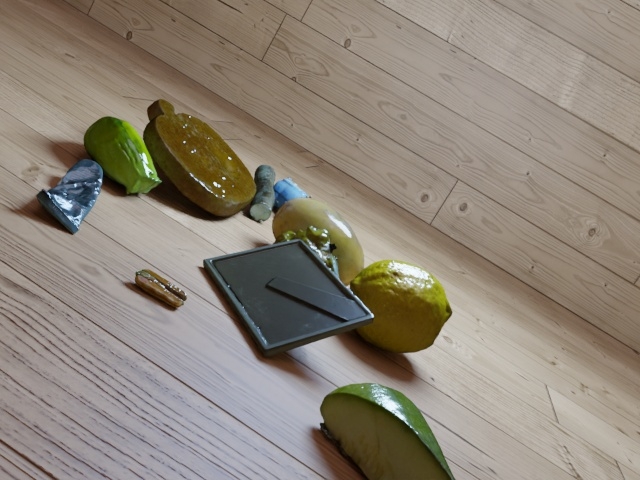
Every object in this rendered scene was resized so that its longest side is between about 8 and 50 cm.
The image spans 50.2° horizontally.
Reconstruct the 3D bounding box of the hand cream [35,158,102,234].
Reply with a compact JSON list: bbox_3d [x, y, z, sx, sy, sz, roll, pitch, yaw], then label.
[{"bbox_3d":[-0.400,-0.085,1.118,0.075,0.052,0.248,26,14,-16],"label":"hand cream"}]

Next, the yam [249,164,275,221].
[{"bbox_3d":[-0.143,-0.122,1.728,0.061,0.061,0.253,27,24,-15],"label":"yam"}]

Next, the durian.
[{"bbox_3d":[-0.402,-0.174,1.358,0.250,0.101,0.139,41,-19,38],"label":"durian"}]

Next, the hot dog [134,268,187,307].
[{"bbox_3d":[-0.232,0.070,0.982,0.083,0.021,0.037,34,34,0],"label":"hot dog"}]

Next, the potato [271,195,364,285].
[{"bbox_3d":[0.000,0.000,1.457,0.234,0.146,0.150,36,2,19],"label":"potato"}]

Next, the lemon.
[{"bbox_3d":[0.144,0.124,1.289,0.193,0.180,0.180,20,17,-41],"label":"lemon"}]

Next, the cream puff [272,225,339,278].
[{"bbox_3d":[-0.030,0.051,1.319,0.156,0.156,0.121,26,56,-20],"label":"cream puff"}]

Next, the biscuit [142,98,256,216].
[{"bbox_3d":[-0.282,-0.187,1.546,0.314,0.063,0.367,47,16,-2],"label":"biscuit"}]

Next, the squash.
[{"bbox_3d":[0.101,0.273,0.799,0.169,0.093,0.252,29,13,-16],"label":"squash"}]

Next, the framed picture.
[{"bbox_3d":[-0.058,0.082,1.120,0.192,0.018,0.265,-13,34,-24],"label":"framed picture"}]

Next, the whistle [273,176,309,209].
[{"bbox_3d":[-0.043,-0.071,1.806,0.269,0.093,0.180,43,11,22],"label":"whistle"}]
